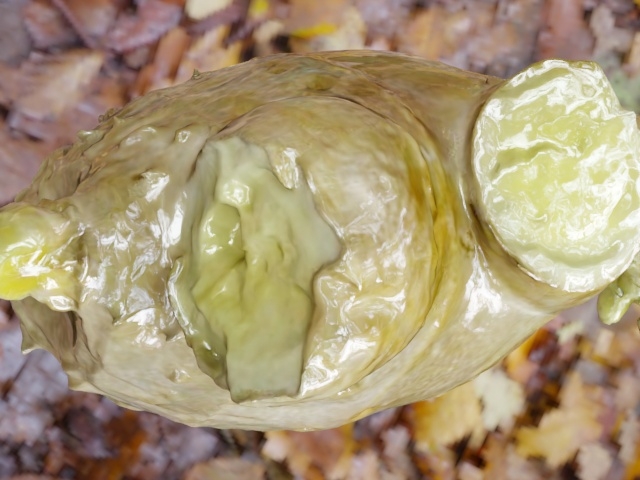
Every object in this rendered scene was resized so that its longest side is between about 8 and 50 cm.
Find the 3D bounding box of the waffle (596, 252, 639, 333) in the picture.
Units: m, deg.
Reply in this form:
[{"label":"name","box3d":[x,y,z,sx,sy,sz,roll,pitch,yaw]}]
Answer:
[{"label":"waffle","box3d":[0.171,-0.011,0.799,0.160,0.192,0.046,-19,148,-39]}]

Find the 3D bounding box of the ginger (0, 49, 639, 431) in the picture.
[{"label":"ginger","box3d":[0.000,0.000,0.444,0.216,0.157,0.102,-8,95,-38]}]
